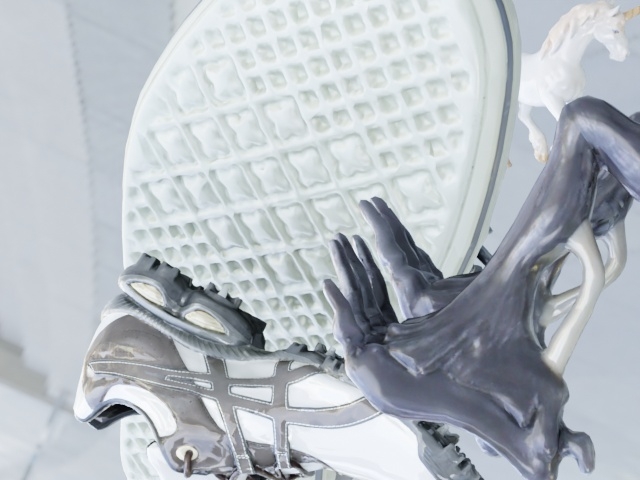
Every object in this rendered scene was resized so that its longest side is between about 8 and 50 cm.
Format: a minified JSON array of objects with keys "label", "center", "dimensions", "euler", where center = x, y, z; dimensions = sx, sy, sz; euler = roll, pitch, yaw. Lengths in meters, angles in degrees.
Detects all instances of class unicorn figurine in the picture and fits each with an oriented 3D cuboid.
[{"label":"unicorn figurine","center":[0.157,-0.104,1.184],"dimensions":[0.162,0.111,0.060],"euler":[2,-168,43]}]

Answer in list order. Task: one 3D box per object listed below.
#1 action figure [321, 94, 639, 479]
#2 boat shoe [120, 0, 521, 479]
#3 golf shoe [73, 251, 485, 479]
[{"label":"action figure","center":[0.125,-0.049,0.440],"dimensions":[0.141,0.276,0.164],"euler":[59,-163,4]},{"label":"boat shoe","center":[0.000,0.000,0.940],"dimensions":[0.187,0.156,0.500],"euler":[33,144,13]},{"label":"golf shoe","center":[-0.022,0.086,0.782],"dimensions":[0.198,0.094,0.077],"euler":[25,168,26]}]
